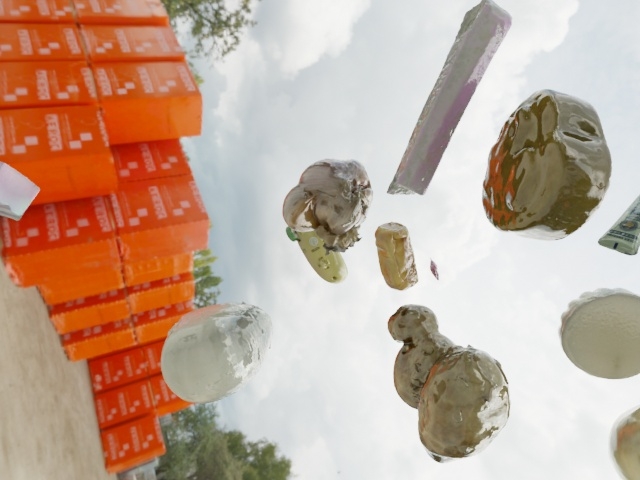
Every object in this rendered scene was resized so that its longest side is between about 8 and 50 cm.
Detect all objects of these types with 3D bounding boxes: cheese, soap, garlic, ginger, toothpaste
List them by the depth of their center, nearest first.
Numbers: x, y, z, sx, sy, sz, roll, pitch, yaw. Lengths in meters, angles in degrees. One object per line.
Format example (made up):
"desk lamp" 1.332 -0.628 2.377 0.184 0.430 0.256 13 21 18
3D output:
"soap" -0.506 -0.082 0.682 0.149 0.056 0.100 12 -26 28
"toothpaste" 0.585 -0.062 0.786 0.062 0.239 0.039 29 -26 44
"cheese" -0.192 0.202 0.789 0.189 0.198 0.154 -40 114 -80
"ginger" 0.219 0.261 0.830 0.304 0.155 0.245 -130 -147 -62
"garlic" 0.040 -0.050 0.919 0.257 0.207 0.207 -115 -154 -51

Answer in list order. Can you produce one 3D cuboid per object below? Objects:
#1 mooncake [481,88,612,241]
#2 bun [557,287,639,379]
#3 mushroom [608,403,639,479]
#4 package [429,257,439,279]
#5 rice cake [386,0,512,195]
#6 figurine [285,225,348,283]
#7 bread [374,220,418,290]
"mooncake" 0.342 -0.109 0.709 0.235 0.117 0.235 -169 -90 -84
"bun" 0.796 0.239 1.235 0.175 0.263 0.263 -51 136 -72
"mushroom" 0.832 0.497 0.939 0.353 0.325 0.353 -35 -137 41
"package" 0.450 0.112 1.740 0.029 0.059 0.083 -23 -67 24
"rice cake" 0.220 -0.235 0.770 0.056 0.072 0.365 -112 -134 -69
"figurine" 0.000 0.000 1.524 0.325 0.124 0.222 61 17 -1
"bread" 0.330 0.070 1.916 0.167 0.132 0.294 -140 -149 -65
